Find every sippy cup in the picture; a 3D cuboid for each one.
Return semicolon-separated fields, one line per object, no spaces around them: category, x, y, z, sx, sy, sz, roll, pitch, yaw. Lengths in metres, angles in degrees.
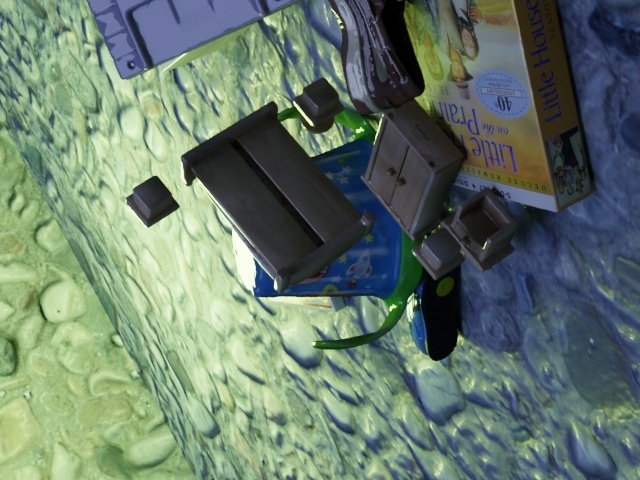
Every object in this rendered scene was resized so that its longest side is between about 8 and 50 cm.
sippy cup;-0.002;-0.019;1.776;0.240;0.224;0.305;100;156;-45

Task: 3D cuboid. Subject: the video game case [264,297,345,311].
video game case;-0.066;0.023;2.260;0.285;0.025;0.204;1;116;63

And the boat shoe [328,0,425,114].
boat shoe;0.067;-0.280;1.492;0.095;0.095;0.257;-9;100;29

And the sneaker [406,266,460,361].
sneaker;0.150;0.077;1.830;0.082;0.069;0.209;45;151;42

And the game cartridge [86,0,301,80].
game cartridge;-0.201;-0.394;1.866;0.355;0.068;0.230;-18;103;34

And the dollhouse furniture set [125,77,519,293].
dollhouse furniture set;0.000;0.000;1.547;0.303;0.355;0.174;51;159;18

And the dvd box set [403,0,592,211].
dvd box set;0.155;-0.256;1.490;0.307;0.062;0.420;23;134;56

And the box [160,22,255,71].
box;-0.211;-0.383;2.027;0.181;0.119;0.182;66;156;-5
